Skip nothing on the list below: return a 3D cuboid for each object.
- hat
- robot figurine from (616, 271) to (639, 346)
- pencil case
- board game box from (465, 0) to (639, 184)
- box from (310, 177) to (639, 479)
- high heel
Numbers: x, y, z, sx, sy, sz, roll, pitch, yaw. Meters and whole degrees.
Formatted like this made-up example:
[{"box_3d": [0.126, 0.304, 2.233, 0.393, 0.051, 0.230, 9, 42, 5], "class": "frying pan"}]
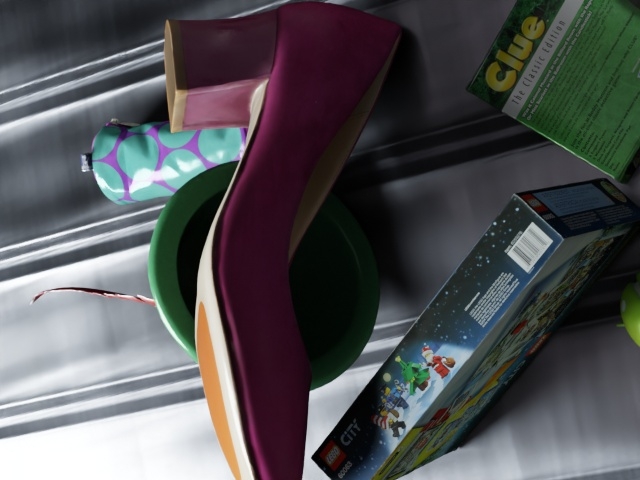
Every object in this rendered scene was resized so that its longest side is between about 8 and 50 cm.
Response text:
[{"box_3d": [-0.079, 0.038, 1.156, 0.208, 0.183, 0.173, 42, 66, -7], "class": "hat"}, {"box_3d": [0.250, 0.033, 0.981, 0.115, 0.067, 0.101, -47, 43, 16], "class": "robot figurine"}, {"box_3d": [-0.108, -0.073, 1.154, 0.151, 0.064, 0.070, -10, 97, 24], "class": "pencil case"}, {"box_3d": [0.222, -0.184, 1.021, 0.136, 0.030, 0.260, 34, 103, 20], "class": "board game box"}, {"box_3d": [0.108, 0.063, 0.980, 0.044, 0.159, 0.233, 44, 115, 19], "class": "box"}, {"box_3d": [0.000, 0.000, 1.016, 0.181, 0.127, 0.377, -4, 73, -12], "class": "high heel"}]
